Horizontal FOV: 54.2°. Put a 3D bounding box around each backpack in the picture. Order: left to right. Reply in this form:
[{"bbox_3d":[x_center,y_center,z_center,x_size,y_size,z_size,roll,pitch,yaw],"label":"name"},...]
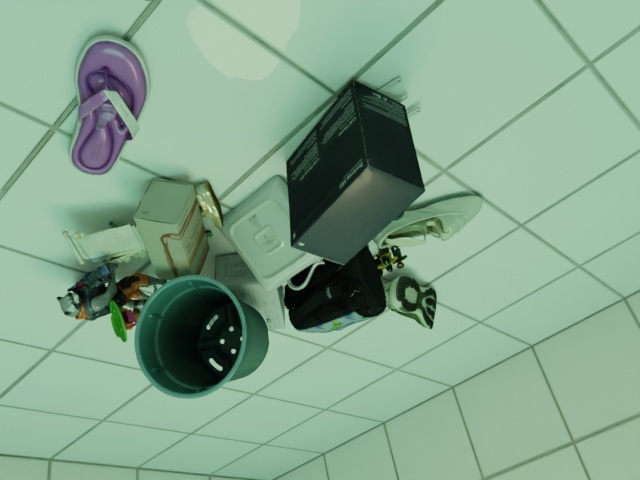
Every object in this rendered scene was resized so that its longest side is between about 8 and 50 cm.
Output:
[{"bbox_3d":[0.036,0.174,2.050,0.355,0.290,0.273,-29,156,26],"label":"backpack"}]

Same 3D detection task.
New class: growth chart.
[{"bbox_3d":[-0.596,0.012,1.792,0.237,0.021,0.172,-10,143,-12],"label":"growth chart"}]

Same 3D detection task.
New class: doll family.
[{"bbox_3d":[0.208,0.085,2.191,0.193,0.111,0.076,-31,140,23],"label":"doll family"}]

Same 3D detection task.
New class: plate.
[{"bbox_3d":[-0.149,-0.007,1.866,0.277,0.045,0.278,-34,95,26],"label":"plate"}]

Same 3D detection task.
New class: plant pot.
[{"bbox_3d":[-0.325,0.294,1.890,0.340,0.341,0.334,-20,165,10],"label":"plant pot"}]

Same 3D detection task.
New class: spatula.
[{"bbox_3d":[0.143,-0.336,1.692,0.242,0.019,0.168,-28,136,20],"label":"spatula"}]

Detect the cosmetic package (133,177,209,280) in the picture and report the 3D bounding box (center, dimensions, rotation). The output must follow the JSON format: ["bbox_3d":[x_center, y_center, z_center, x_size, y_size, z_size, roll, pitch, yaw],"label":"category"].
[{"bbox_3d":[-0.419,-0.020,1.794,0.129,0.153,0.296,10,146,8],"label":"cosmetic package"}]

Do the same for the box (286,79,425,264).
[{"bbox_3d":[0.073,-0.168,1.619,0.178,0.313,0.343,20,136,-27],"label":"box"}]

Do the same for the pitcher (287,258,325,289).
[{"bbox_3d":[-0.042,0.042,1.932,0.207,0.178,0.125,-28,179,16],"label":"pitcher"}]

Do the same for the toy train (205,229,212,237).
[{"bbox_3d":[-0.379,-0.017,1.952,0.083,0.017,0.024,-8,134,-7],"label":"toy train"}]

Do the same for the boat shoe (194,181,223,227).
[{"bbox_3d":[-0.329,-0.100,1.824,0.059,0.063,0.170,-12,135,3],"label":"boat shoe"}]

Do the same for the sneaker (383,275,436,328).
[{"bbox_3d":[0.330,0.236,2.455,0.182,0.158,0.410,2,157,35],"label":"sneaker"}]

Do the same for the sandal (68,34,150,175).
[{"bbox_3d":[-0.501,-0.287,1.479,0.169,0.102,0.416,5,140,-23],"label":"sandal"}]

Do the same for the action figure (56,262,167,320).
[{"bbox_3d":[-0.632,0.165,1.927,0.330,0.179,0.341,-12,174,-31],"label":"action figure"}]

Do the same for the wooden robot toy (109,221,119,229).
[{"bbox_3d":[-0.599,0.008,1.875,0.079,0.076,0.173,-3,144,-31],"label":"wooden robot toy"}]

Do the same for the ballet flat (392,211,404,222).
[{"bbox_3d":[0.108,-0.111,1.835,0.280,0.095,0.096,6,134,31],"label":"ballet flat"}]

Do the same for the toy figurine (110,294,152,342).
[{"bbox_3d":[-0.544,0.227,1.903,0.159,0.130,0.173,-18,168,-30],"label":"toy figurine"}]

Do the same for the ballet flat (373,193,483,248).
[{"bbox_3d":[0.352,-0.046,2.048,0.399,0.139,0.139,-11,144,-4],"label":"ballet flat"}]

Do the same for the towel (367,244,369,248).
[{"bbox_3d":[0.000,0.000,2.078,0.312,0.056,0.324,-16,142,-1],"label":"towel"}]

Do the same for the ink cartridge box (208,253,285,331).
[{"bbox_3d":[-0.270,0.184,2.148,0.271,0.130,0.310,-4,143,1],"label":"ink cartridge box"}]
